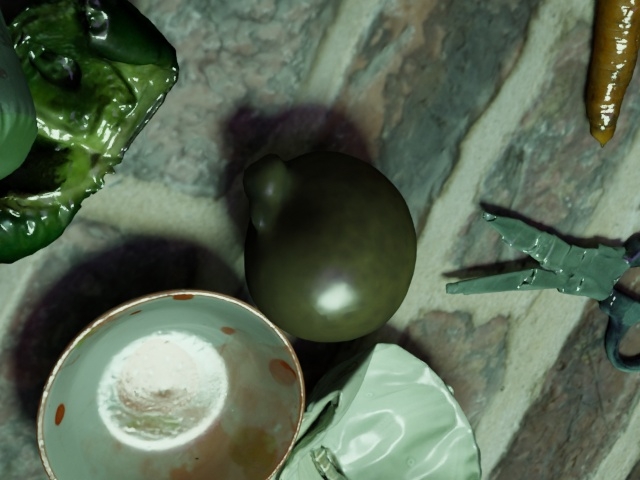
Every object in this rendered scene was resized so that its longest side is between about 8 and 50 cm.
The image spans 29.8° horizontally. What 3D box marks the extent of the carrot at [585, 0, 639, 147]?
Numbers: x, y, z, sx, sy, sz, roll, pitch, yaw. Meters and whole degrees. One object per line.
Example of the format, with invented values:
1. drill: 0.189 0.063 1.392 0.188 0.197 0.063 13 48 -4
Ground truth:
1. carrot: 0.306 -0.210 1.235 0.059 0.059 0.248 -12 127 -21

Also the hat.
1. hat: 0.014 0.260 1.322 0.301 0.168 0.258 -26 107 17

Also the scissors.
1. scissors: 0.309 0.040 1.399 0.383 0.029 0.256 6 115 -33

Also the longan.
1. longan: 0.000 0.000 1.123 0.204 0.159 0.185 49 46 -28

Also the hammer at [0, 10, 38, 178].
1. hammer: -0.380 -0.089 0.887 0.335 0.206 0.119 -25 161 9

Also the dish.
1. dish: -0.151 0.152 1.174 0.260 0.085 0.260 -8 114 -17

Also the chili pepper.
1. chili pepper: -0.239 -0.096 0.987 0.264 0.116 0.148 -53 137 6
